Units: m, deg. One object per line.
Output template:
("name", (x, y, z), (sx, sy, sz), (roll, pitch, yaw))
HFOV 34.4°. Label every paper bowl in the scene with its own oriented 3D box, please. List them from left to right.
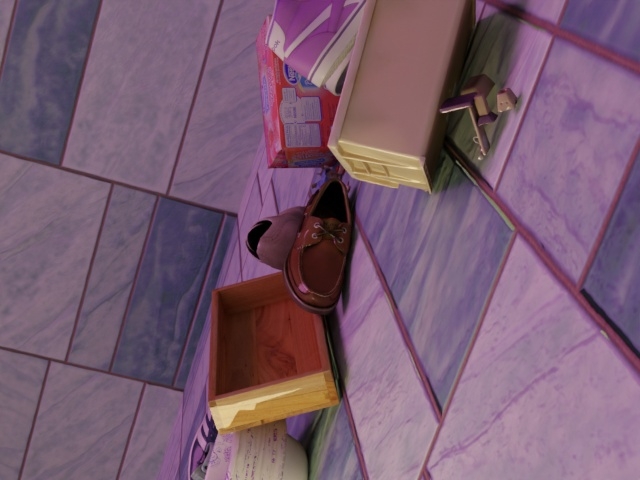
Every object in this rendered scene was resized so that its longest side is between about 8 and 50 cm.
("paper bowl", (-0.115, 0.430, 1.769), (0.284, 0.148, 0.284), (-166, 90, -79))

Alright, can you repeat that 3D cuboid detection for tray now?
("tray", (-0.089, 0.180, 1.830), (0.411, 0.202, 0.076), (-101, -4, -66))

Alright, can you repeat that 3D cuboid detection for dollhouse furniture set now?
("dollhouse furniture set", (0.215, -0.156, 1.278), (0.081, 0.091, 0.114), (67, -149, -21))

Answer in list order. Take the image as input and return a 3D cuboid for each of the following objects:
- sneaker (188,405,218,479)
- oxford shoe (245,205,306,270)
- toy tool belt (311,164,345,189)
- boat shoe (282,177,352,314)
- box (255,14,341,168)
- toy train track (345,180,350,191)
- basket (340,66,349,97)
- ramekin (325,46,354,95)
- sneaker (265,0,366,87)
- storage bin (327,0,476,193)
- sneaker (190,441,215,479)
("sneaker", (-0.206, 0.414, 2.284), (0.148, 0.131, 0.350), (124, 159, -71))
("oxford shoe", (-0.087, -0.016, 2.223), (0.397, 0.146, 0.141), (-150, 73, -80))
("toy tool belt", (0.014, -0.129, 2.123), (0.083, 0.051, 0.052), (117, 164, -46))
("boat shoe", (0.000, 0.000, 1.867), (0.307, 0.110, 0.104), (-89, 17, -51))
("box", (-0.043, -0.312, 2.186), (0.142, 0.154, 0.300), (139, 126, -70))
("toy train track", (0.040, -0.089, 2.043), (0.083, 0.014, 0.048), (129, 154, -65))
("basket", (0.093, -0.238, 1.732), (0.103, 0.113, 0.167), (132, 152, -75))
("ramekin", (0.053, -0.375, 1.876), (0.207, 0.109, 0.207), (-48, -8, -9))
("sneaker", (0.018, -0.406, 1.715), (0.282, 0.161, 0.102), (-52, -5, -19))
("storage bin", (0.118, -0.213, 1.381), (0.260, 0.123, 0.262), (36, -112, -80))
("sneaker", (-0.189, 0.514, 2.016), (0.094, 0.151, 0.256), (119, 161, -45))
